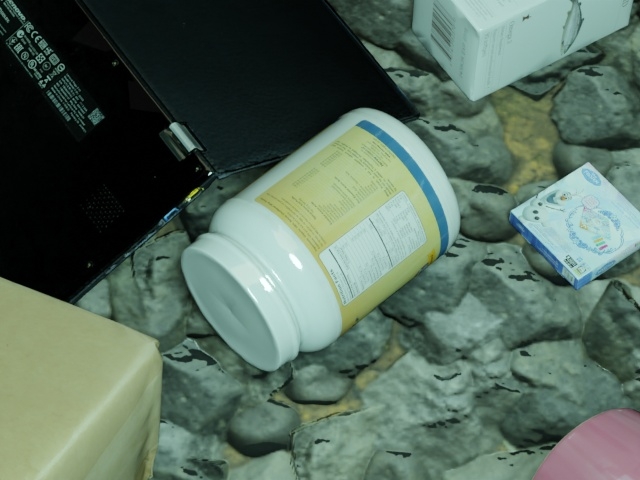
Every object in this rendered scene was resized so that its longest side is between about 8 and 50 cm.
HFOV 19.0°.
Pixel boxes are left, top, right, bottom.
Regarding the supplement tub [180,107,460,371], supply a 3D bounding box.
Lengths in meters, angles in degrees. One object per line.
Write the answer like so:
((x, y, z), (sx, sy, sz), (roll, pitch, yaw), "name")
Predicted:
((0.000, 0.000, 1.560), (0.199, 0.144, 0.144), (-37, 64, -22), "supplement tub")

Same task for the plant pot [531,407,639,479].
((0.252, 0.224, 1.393), (0.201, 0.201, 0.180), (-29, 46, -19), "plant pot")

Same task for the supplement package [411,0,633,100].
((0.186, -0.226, 1.739), (0.179, 0.105, 0.105), (-27, 60, -17), "supplement package")

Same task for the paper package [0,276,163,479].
((-0.321, 0.161, 1.379), (0.309, 0.168, 0.325), (21, 37, 13), "paper package")

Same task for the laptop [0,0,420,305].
((-0.204, -0.140, 1.697), (0.408, 0.236, 0.382), (-41, 71, 7), "laptop")

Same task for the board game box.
((0.226, -0.013, 1.645), (0.090, 0.020, 0.090), (-31, 61, -19), "board game box")
